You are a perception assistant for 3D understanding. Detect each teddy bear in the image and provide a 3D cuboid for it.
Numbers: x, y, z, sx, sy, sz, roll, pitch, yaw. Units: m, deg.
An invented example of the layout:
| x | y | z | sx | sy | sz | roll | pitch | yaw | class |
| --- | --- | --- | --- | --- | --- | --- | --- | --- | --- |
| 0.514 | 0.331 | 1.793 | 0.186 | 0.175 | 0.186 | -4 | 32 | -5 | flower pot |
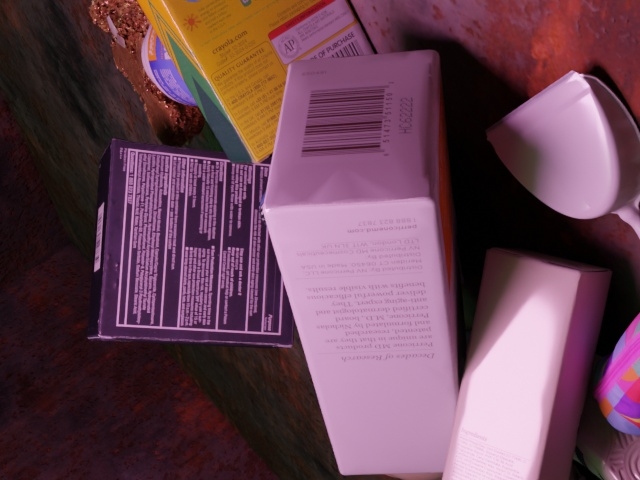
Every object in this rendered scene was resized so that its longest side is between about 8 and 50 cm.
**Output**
| x | y | z | sx | sy | sz | roll | pitch | yaw | class |
| --- | --- | --- | --- | --- | --- | --- | --- | --- | --- |
| -0.276 | -0.321 | 1.610 | 0.338 | 0.113 | 0.245 | 54 | 155 | 21 | teddy bear |

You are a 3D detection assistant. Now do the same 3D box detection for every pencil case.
| x | y | z | sx | sy | sz | roll | pitch | yaw | class |
| --- | --- | --- | --- | --- | --- | --- | --- | --- | --- |
| 0.330 | 0.106 | 0.932 | 0.104 | 0.104 | 0.236 | 45 | 158 | 23 | pencil case |

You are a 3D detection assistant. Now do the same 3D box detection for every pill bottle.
| x | y | z | sx | sy | sz | roll | pitch | yaw | class |
| --- | --- | --- | --- | --- | --- | --- | --- | --- | --- |
| -0.149 | -0.258 | 1.323 | 0.272 | 0.152 | 0.152 | 14 | 136 | 60 | pill bottle |

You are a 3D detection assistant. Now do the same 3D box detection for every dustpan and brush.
| x | y | z | sx | sy | sz | roll | pitch | yaw | class |
| --- | --- | --- | --- | --- | --- | --- | --- | --- | --- |
| 0.264 | -0.048 | 0.907 | 0.211 | 0.060 | 0.147 | 59 | 148 | 3 | dustpan and brush |

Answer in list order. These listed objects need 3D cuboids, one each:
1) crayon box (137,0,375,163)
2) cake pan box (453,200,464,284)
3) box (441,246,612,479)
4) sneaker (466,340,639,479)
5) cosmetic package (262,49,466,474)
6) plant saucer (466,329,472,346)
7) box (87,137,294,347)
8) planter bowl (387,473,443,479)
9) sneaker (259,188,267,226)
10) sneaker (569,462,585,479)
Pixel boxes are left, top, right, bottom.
| x | y | z | sx | sy | sz | roll | pitch | yaw | class |
| --- | --- | --- | --- | --- | --- | --- | --- | --- | --- |
| -0.085 | -0.271 | 1.092 | 0.318 | 0.202 | 0.081 | 61 | 159 | -18 | crayon box |
| 0.070 | -0.071 | 1.272 | 0.246 | 0.070 | 0.267 | 35 | 153 | 37 | cake pan box |
| 0.214 | 0.151 | 1.024 | 0.113 | 0.094 | 0.275 | 16 | 98 | 37 | box |
| 0.328 | 0.212 | 1.108 | 0.350 | 0.131 | 0.148 | 38 | 170 | 34 | sneaker |
| 0.070 | 0.044 | 1.074 | 0.453 | 0.161 | 0.230 | 77 | -165 | -46 | cosmetic package |
| 0.238 | 0.281 | 1.354 | 0.317 | 0.044 | 0.317 | 163 | 90 | -78 | plant saucer |
| -0.198 | 0.017 | 1.516 | 0.183 | 0.294 | 0.296 | 161 | 113 | -71 | box |
| 0.146 | 0.244 | 1.275 | 0.109 | 0.162 | 0.162 | 8 | 131 | 58 | planter bowl |
| 0.000 | 0.000 | 1.380 | 0.209 | 0.069 | 0.082 | 45 | -162 | -10 | sneaker |
| 0.388 | 0.387 | 1.320 | 0.123 | 0.106 | 0.290 | -30 | 83 | 29 | sneaker |
